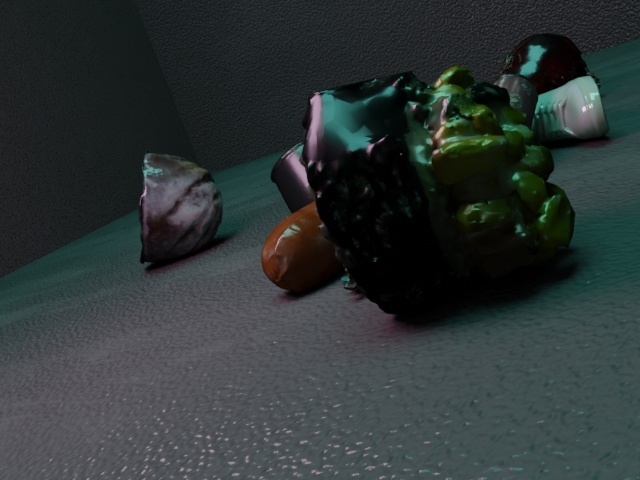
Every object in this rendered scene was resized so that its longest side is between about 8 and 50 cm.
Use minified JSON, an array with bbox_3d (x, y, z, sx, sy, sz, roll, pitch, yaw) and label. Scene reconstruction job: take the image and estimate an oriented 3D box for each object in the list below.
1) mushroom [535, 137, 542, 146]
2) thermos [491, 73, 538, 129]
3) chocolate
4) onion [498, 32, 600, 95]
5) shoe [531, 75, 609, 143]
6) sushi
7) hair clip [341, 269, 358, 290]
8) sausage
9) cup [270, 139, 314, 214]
[{"bbox_3d":[0.422,-0.195,1.715,0.123,0.052,0.123,-17,15,5],"label":"mushroom"},{"bbox_3d":[0.358,-0.221,1.600,0.109,0.136,0.330,-49,10,44],"label":"thermos"},{"bbox_3d":[-0.365,-0.085,2.073,0.213,0.303,0.303,2,9,-8],"label":"chocolate"},{"bbox_3d":[0.604,-0.443,2.160,0.281,0.281,0.221,-29,-29,-35],"label":"onion"},{"bbox_3d":[0.515,-0.274,1.734,0.160,0.132,0.363,-18,8,7],"label":"shoe"},{"bbox_3d":[0.160,-0.092,1.048,0.285,0.329,0.328,-21,6,23],"label":"sushi"},{"bbox_3d":[0.065,0.047,1.241,0.049,0.049,0.173,-15,8,23],"label":"hair clip"},{"bbox_3d":[-0.001,-0.002,1.370,0.258,0.133,0.133,-30,15,-39],"label":"sausage"},{"bbox_3d":[-0.007,-0.117,1.755,0.169,0.176,0.223,-39,-15,-2],"label":"cup"}]
